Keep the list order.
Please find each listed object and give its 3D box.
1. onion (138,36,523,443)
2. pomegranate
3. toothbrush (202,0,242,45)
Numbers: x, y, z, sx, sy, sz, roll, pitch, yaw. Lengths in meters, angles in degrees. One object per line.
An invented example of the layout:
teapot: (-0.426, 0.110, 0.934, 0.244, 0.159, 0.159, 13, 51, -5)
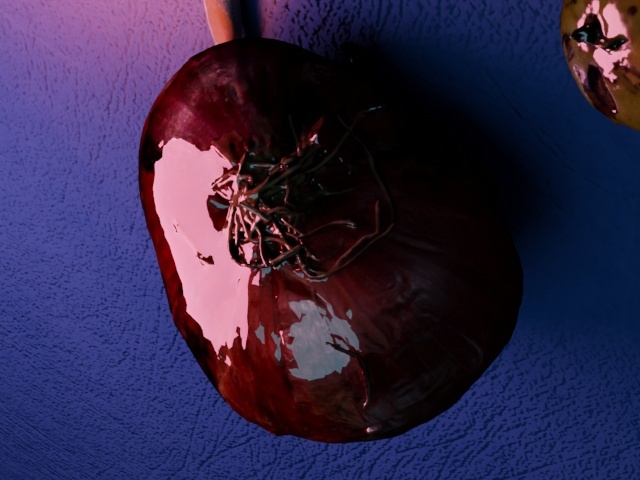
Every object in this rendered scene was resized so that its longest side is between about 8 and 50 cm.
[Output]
onion: (-0.005, -0.003, 0.814, 0.221, 0.281, 0.281, -41, 103, 5)
pomegranate: (0.198, -0.113, 0.653, 0.162, 0.122, 0.122, 0, 141, -16)
toothbrush: (-0.072, -0.253, 0.755, 0.037, 0.028, 0.375, 12, 134, 16)
